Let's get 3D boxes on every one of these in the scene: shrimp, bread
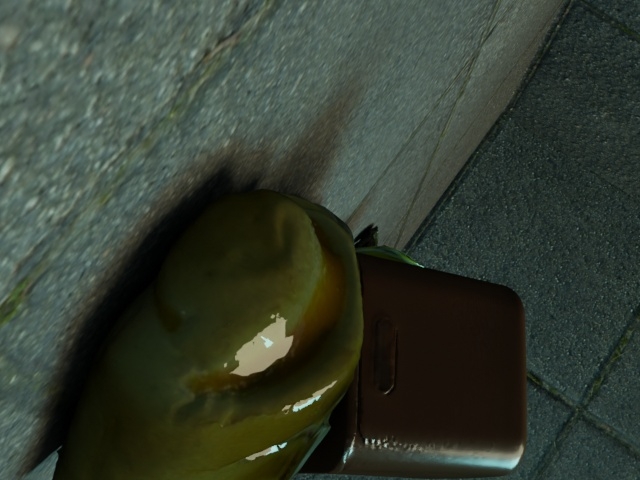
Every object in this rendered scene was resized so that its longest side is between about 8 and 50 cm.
[{"bbox_3d":[0.069,0.087,1.923,0.272,0.085,0.445,-61,174,3],"label":"shrimp"},{"bbox_3d":[-0.074,0.115,0.786,0.341,0.210,0.300,-61,172,33],"label":"bread"}]

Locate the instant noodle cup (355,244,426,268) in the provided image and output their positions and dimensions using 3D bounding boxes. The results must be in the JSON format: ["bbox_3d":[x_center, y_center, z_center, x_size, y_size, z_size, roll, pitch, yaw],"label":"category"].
[{"bbox_3d":[0.077,0.179,1.536,0.311,0.311,0.221,-58,173,20],"label":"instant noodle cup"}]

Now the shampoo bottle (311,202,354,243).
[{"bbox_3d":[0.000,0.000,1.149,0.085,0.085,0.262,-55,172,2],"label":"shampoo bottle"}]

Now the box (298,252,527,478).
[{"bbox_3d":[0.072,0.173,1.013,0.339,0.230,0.239,143,-46,-64],"label":"box"}]
